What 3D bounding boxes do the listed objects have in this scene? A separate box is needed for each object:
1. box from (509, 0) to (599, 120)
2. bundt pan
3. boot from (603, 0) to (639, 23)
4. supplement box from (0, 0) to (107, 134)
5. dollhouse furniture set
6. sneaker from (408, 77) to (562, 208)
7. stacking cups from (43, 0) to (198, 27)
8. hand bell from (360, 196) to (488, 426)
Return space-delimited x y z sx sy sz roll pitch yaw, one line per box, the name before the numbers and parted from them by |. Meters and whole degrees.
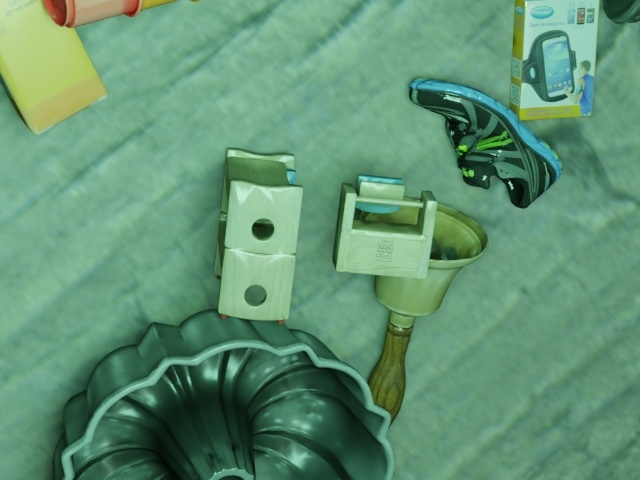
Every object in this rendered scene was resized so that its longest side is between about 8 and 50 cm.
box | 0.230 -0.187 1.707 0.081 0.028 0.136 -5 111 -18
bundt pan | -0.104 0.200 1.640 0.331 0.124 0.331 -10 124 -16
boot | 0.427 -0.265 1.717 0.229 0.091 0.263 39 90 -25
supplement box | -0.271 -0.212 1.492 0.078 0.080 0.233 -29 116 -10
dollhouse furniture set | 0.000 0.000 1.606 0.183 0.129 0.129 5 106 -6
sneaker | 0.157 -0.094 1.688 0.188 0.067 0.078 37 86 -29
stacking cups | -0.091 -0.254 1.506 0.316 0.096 0.096 -18 113 -23
hand bell | 0.078 0.091 1.719 0.126 0.126 0.242 1 120 -20
